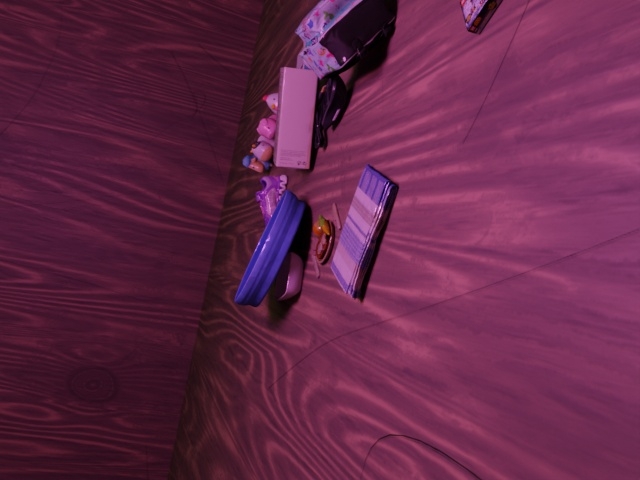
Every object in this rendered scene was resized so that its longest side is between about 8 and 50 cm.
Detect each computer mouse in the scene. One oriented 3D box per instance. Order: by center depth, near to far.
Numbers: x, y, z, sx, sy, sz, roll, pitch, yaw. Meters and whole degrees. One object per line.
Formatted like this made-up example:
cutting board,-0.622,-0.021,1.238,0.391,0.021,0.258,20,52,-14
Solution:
computer mouse,0.033,-0.415,1.917,0.262,0.060,0.184,110,163,-51

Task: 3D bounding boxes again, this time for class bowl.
bowl,-0.093,0.113,1.959,0.142,0.053,0.142,145,133,-65
bowl,-0.156,0.030,2.019,0.391,0.077,0.391,-65,8,0

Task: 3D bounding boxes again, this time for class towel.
towel,0.096,-0.025,1.500,0.209,0.034,0.284,-124,50,-69

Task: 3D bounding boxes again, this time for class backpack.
backpack,0.050,-0.544,1.692,0.225,0.191,0.253,-46,7,-12

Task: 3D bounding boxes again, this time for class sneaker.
sneaker,-0.190,-0.134,2.340,0.095,0.105,0.236,156,123,-67

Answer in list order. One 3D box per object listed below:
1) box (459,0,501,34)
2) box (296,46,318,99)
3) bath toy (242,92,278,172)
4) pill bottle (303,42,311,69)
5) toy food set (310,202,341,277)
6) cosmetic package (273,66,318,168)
box,0.302,-0.455,1.151,0.137,0.027,0.093,122,155,-47
box,-0.047,-0.576,2.253,0.100,0.060,0.244,134,144,-60
bath toy,-0.204,-0.437,2.541,0.151,0.129,0.348,-98,27,-48
pill bottle,-0.006,-0.652,2.106,0.103,0.103,0.184,124,152,-50
toy food set,0.000,0.000,1.767,0.132,0.039,0.192,-104,31,-54
cosmetic package,-0.083,-0.395,2.061,0.160,0.113,0.309,-118,34,-73
